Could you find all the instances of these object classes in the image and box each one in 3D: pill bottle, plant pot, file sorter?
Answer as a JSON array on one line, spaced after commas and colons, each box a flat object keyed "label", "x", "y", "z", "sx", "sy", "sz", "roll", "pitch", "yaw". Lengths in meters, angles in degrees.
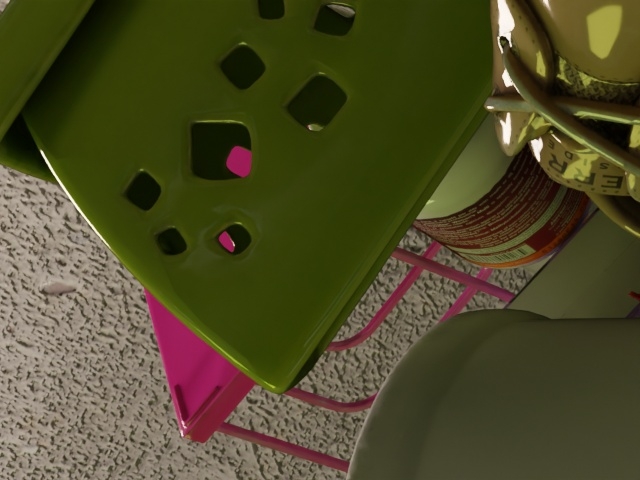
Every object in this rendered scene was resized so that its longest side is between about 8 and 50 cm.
[{"label": "pill bottle", "x": 0.082, "y": -0.063, "z": 1.203, "sx": 0.121, "sy": 0.121, "sz": 0.221, "roll": 27, "pitch": 179, "yaw": 29}, {"label": "plant pot", "x": -0.033, "y": -0.077, "z": 0.941, "sx": 0.207, "sy": 0.227, "sz": 0.228, "roll": 34, "pitch": 180, "yaw": 4}, {"label": "file sorter", "x": 0.000, "y": 0.000, "z": 1.426, "sx": 0.182, "sy": 0.202, "sz": 0.291, "roll": 22, "pitch": -150, "yaw": -32}]

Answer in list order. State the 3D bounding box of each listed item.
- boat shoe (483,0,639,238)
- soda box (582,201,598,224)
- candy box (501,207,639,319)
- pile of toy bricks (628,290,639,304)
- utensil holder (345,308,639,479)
[{"label": "boat shoe", "x": 0.115, "y": -0.063, "z": 0.636, "sx": 0.121, "sy": 0.110, "sz": 0.341, "roll": 27, "pitch": 179, "yaw": 21}, {"label": "soda box", "x": 0.186, "y": -0.036, "z": 1.641, "sx": 0.063, "sy": 0.058, "sz": 0.183, "roll": 27, "pitch": 180, "yaw": 24}, {"label": "candy box", "x": 0.215, "y": 0.038, "z": 1.326, "sx": 0.070, "sy": 0.165, "sz": 0.196, "roll": 45, "pitch": -173, "yaw": 23}, {"label": "pile of toy bricks", "x": 0.214, "y": -0.005, "z": 1.114, "sx": 0.118, "sy": 0.105, "sz": 0.212, "roll": 27, "pitch": 179, "yaw": 32}, {"label": "utensil holder", "x": 0.251, "y": 0.194, "z": 1.023, "sx": 0.385, "sy": 0.328, "sz": 0.327, "roll": -4, "pitch": 160, "yaw": 35}]
